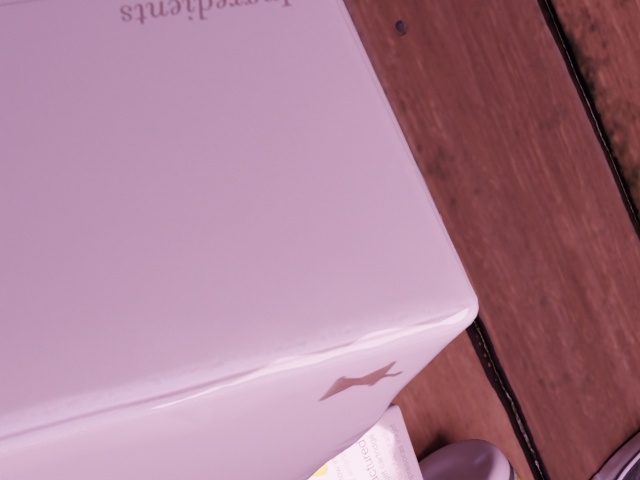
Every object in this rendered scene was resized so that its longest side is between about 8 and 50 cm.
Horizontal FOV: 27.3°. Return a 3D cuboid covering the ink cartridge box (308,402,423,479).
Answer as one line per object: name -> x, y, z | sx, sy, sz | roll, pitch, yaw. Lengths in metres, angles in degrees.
ink cartridge box -> -0.053, 0.227, 0.940 | 0.233, 0.168, 0.171 | -23, 101, -23

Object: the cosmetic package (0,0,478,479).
cosmetic package -> -0.181, -0.033, 0.709 | 0.328, 0.329, 0.393 | -13, 68, -25

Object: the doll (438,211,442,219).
doll -> 0.000, 0.000, 1.028 | 0.189, 0.046, 0.129 | 1, 100, -20

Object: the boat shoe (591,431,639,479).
boat shoe -> 0.336, 0.212, 1.159 | 0.301, 0.102, 0.108 | -44, 107, -13

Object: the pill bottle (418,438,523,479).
pill bottle -> 0.151, 0.273, 1.068 | 0.119, 0.119, 0.208 | -43, 109, -18
